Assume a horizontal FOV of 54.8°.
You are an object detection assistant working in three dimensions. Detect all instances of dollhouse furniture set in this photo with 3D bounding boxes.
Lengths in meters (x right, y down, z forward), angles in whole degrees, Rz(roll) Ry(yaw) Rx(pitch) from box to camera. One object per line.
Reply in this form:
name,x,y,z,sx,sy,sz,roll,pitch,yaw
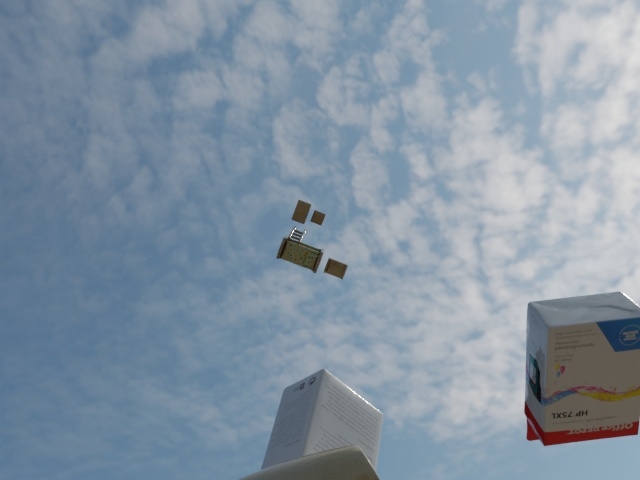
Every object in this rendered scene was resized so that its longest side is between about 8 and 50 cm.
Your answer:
dollhouse furniture set,0.000,0.000,1.607,0.182,0.101,0.160,20,-84,1

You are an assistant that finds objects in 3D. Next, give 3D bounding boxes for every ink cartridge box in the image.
ink cartridge box,0.356,0.194,0.839,0.134,0.078,0.231,-7,-69,-1

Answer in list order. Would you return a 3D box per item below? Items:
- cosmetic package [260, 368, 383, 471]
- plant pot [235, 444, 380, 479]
cosmetic package,-0.008,0.558,1.433,0.230,0.453,0.161,41,-54,-19
plant pot,-0.019,0.482,1.068,0.274,0.256,0.256,-30,-48,-9
